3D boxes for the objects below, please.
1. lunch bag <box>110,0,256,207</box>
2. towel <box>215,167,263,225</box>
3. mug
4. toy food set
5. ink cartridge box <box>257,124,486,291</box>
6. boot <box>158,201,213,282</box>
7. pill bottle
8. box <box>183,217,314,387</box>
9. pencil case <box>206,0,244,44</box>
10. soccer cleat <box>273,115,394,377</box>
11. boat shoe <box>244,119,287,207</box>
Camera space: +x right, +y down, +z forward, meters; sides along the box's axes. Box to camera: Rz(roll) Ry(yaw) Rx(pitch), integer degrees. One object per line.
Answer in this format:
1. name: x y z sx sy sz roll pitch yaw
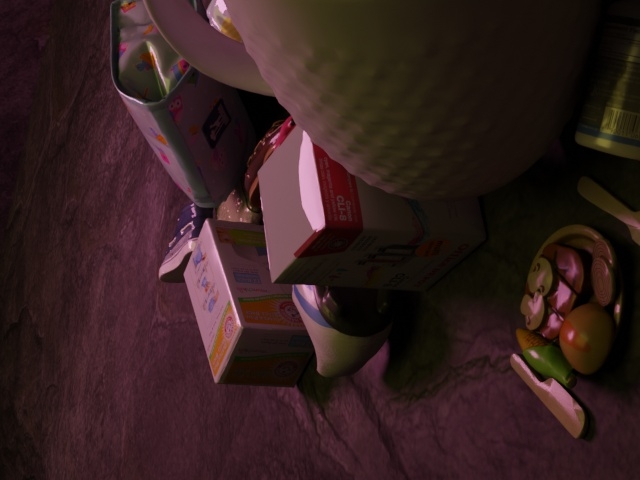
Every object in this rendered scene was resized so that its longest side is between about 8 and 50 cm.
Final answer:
1. lunch bag: -0.194 -0.201 1.536 0.223 0.160 0.262 69 -175 -48
2. towel: -0.122 -0.045 1.587 0.148 0.027 0.110 -114 38 -47
3. mug: 0.033 -0.189 0.853 0.328 0.374 0.276 63 -143 -57
4. toy food set: 0.198 0.049 0.874 0.132 0.039 0.192 -130 51 -57
5. ink cartridge box: 0.048 -0.034 1.052 0.128 0.176 0.127 -47 46 53
6. boot: -0.205 0.004 1.703 0.190 0.069 0.086 -36 53 57
7. pill bottle: 0.237 -0.129 0.785 0.078 0.078 0.137 35 115 62
8. box: -0.089 0.079 1.386 0.103 0.114 0.203 -64 32 33
9. pencil case: -0.058 -0.384 1.417 0.113 0.124 0.273 55 135 43
10. soccer cleat: 0.000 0.000 1.219 0.143 0.116 0.331 110 156 -49
11. boat shoe: -0.051 -0.117 1.398 0.207 0.073 0.073 -43 49 54
